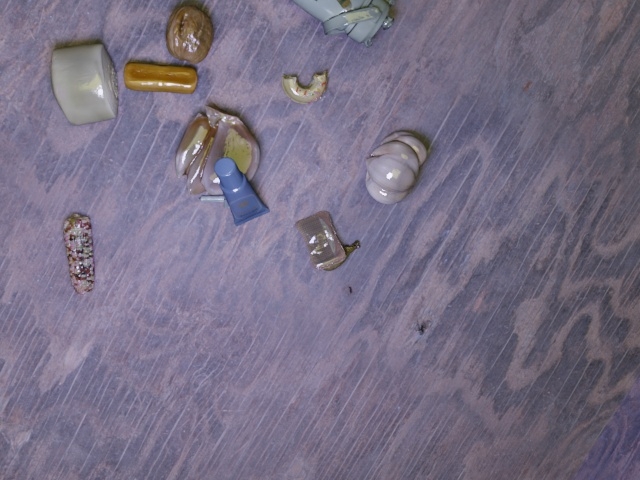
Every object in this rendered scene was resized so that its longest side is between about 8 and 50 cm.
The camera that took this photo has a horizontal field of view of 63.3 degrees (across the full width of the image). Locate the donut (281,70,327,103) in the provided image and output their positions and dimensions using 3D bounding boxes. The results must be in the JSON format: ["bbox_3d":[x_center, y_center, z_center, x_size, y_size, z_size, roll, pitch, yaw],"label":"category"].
[{"bbox_3d":[-0.052,-0.538,1.836,0.166,0.065,0.108,-6,101,-7],"label":"donut"}]

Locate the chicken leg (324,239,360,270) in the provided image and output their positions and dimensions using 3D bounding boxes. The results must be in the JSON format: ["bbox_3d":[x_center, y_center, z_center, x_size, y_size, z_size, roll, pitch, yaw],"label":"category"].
[{"bbox_3d":[0.070,0.048,1.962,0.178,0.070,0.093,-28,97,-10],"label":"chicken leg"}]

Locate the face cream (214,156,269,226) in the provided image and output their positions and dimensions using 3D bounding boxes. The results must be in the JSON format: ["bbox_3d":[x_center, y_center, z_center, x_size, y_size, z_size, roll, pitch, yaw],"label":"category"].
[{"bbox_3d":[-0.269,-0.152,1.742,0.135,0.385,0.086,-24,67,-4],"label":"face cream"}]

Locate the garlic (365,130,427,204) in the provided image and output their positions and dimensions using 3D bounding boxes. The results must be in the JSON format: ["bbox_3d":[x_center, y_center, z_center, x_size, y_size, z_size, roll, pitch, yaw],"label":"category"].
[{"bbox_3d":[0.260,-0.271,1.873,0.203,0.185,0.281,26,96,4],"label":"garlic"}]

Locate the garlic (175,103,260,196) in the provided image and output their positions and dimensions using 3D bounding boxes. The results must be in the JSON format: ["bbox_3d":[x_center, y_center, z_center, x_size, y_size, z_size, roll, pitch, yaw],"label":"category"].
[{"bbox_3d":[-0.347,-0.295,1.795,0.279,0.132,0.325,17,97,3],"label":"garlic"}]

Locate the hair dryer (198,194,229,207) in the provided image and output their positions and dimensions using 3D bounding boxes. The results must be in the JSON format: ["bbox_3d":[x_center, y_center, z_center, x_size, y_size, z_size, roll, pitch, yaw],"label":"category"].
[{"bbox_3d":[-0.371,-0.157,1.869,0.137,0.047,0.082,-1,99,-1],"label":"hair dryer"}]

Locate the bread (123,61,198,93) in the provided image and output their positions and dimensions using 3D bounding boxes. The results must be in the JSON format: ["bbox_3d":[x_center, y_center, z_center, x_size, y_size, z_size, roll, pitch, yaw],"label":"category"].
[{"bbox_3d":[-0.537,-0.545,1.758,0.239,0.074,0.093,2,84,-10],"label":"bread"}]

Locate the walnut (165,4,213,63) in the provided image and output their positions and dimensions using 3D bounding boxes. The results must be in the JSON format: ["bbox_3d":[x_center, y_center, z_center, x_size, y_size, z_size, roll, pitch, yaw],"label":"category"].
[{"bbox_3d":[-0.432,-0.684,1.713,0.155,0.155,0.184,13,96,-11],"label":"walnut"}]

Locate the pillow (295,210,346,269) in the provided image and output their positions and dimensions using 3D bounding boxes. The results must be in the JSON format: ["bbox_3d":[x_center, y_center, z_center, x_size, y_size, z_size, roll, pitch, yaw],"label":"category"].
[{"bbox_3d":[0.003,-0.001,1.922,0.135,0.034,0.211,-23,77,-7],"label":"pillow"}]

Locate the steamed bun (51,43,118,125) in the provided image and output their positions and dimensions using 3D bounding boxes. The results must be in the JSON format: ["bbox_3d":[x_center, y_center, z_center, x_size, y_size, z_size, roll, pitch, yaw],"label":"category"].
[{"bbox_3d":[-0.770,-0.508,1.687,0.200,0.155,0.250,-8,98,-7],"label":"steamed bun"}]

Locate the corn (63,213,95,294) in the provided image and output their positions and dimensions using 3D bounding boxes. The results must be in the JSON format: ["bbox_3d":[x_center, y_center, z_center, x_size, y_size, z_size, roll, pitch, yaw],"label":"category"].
[{"bbox_3d":[-0.836,0.046,1.814,0.092,0.092,0.281,-3,105,-8],"label":"corn"}]

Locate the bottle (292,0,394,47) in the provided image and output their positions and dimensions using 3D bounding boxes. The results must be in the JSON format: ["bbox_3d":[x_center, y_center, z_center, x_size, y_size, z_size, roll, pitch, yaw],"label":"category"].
[{"bbox_3d":[0.076,-0.795,1.745,0.351,0.229,0.229,34,93,-16],"label":"bottle"}]
